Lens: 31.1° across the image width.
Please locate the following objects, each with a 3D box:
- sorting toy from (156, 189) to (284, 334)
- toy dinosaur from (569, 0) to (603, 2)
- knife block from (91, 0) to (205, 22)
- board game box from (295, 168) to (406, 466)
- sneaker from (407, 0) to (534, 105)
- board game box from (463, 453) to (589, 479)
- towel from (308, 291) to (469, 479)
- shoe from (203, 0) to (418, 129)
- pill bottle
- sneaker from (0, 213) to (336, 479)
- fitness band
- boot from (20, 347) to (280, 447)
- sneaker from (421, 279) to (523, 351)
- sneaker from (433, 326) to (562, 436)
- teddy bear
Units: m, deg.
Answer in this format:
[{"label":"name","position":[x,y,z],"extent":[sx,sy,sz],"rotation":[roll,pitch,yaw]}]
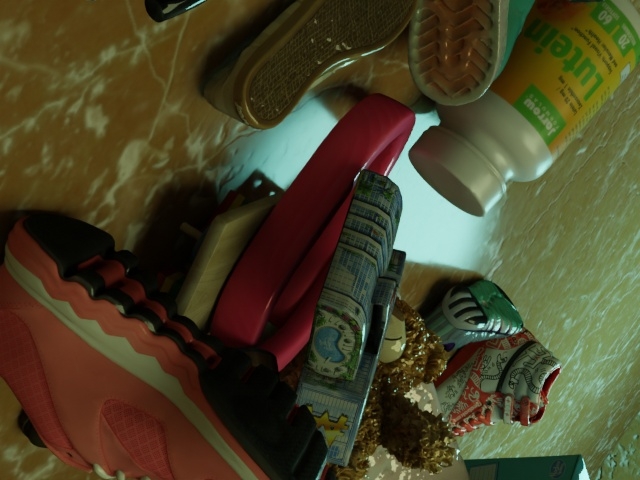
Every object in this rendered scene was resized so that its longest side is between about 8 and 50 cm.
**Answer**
[{"label":"sorting toy","position":[-0.090,0.016,0.973],"extent":[0.132,0.046,0.274],"rotation":[-63,166,20]},{"label":"toy dinosaur","position":[0.254,-0.287,0.925],"extent":[0.313,0.121,0.160],"rotation":[62,43,-70]},{"label":"knife block","position":[-0.030,-0.228,0.747],"extent":[0.242,0.088,0.276],"rotation":[-57,154,10]},{"label":"board game box","position":[0.025,0.077,0.962],"extent":[0.194,0.060,0.194],"rotation":[100,6,-52]},{"label":"sneaker","position":[0.144,-0.271,0.975],"extent":[0.121,0.108,0.302],"rotation":[-50,156,-55]},{"label":"board game box","position":[0.152,0.384,1.451],"extent":[0.254,0.336,0.079],"rotation":[-51,126,-52]},{"label":"towel","position":[0.030,0.262,1.293],"extent":[0.317,0.053,0.331],"rotation":[-36,117,-32]},{"label":"shoe","position":[-0.005,-0.165,0.911],"extent":[0.219,0.058,0.076],"rotation":[-42,121,-29]},{"label":"pill bottle","position":[0.204,-0.147,1.163],"extent":[0.245,0.136,0.136],"rotation":[-49,153,-8]},{"label":"sneaker","position":[-0.121,0.124,0.818],"extent":[0.136,0.314,0.116],"rotation":[-49,174,17]},{"label":"fitness band","position":[0.000,0.000,1.047],"extent":[0.290,0.054,0.209],"rotation":[-56,167,-11]},{"label":"boot","position":[-0.135,0.160,0.935],"extent":[0.219,0.106,0.082],"rotation":[-14,144,-1]},{"label":"sneaker","position":[0.194,0.108,1.554],"extent":[0.098,0.083,0.224],"rotation":[-37,157,22]},{"label":"sneaker","position":[0.232,0.244,1.674],"extent":[0.270,0.145,0.090],"rotation":[-50,153,-5]},{"label":"teddy bear","position":[0.001,0.168,1.115],"extent":[0.338,0.245,0.113],"rotation":[-36,139,-25]}]
